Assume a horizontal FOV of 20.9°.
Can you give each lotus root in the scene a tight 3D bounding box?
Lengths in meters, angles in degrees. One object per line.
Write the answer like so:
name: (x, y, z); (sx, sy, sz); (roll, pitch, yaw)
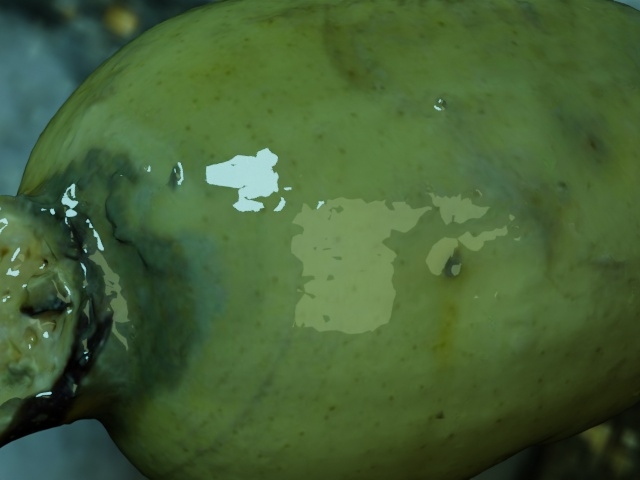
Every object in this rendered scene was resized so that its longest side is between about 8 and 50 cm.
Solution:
lotus root: (0.000, 0.000, 0.404); (0.221, 0.125, 0.118); (-10, 112, -20)
